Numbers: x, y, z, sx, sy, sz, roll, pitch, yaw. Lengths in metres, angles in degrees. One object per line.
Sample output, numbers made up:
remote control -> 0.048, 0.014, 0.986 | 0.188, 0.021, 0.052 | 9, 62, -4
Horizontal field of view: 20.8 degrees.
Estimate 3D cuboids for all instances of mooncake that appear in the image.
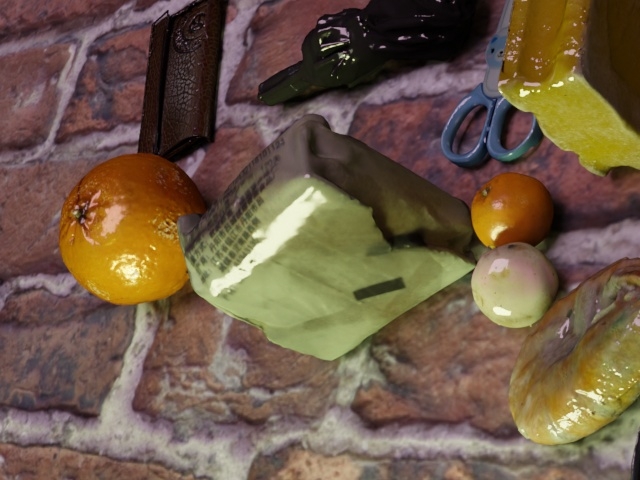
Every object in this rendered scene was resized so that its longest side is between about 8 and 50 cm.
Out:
mooncake -> -0.001, -0.004, 1.775 | 0.254, 0.250, 0.136 | -36, 44, 29

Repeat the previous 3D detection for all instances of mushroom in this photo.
mushroom -> 0.188, 0.042, 1.681 | 0.083, 0.067, 0.084 | 1, 93, 25

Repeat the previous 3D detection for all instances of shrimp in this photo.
shrimp -> 0.270, 0.063, 1.539 | 0.317, 0.077, 0.168 | -46, 29, 34

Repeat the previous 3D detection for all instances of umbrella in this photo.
umbrella -> 0.045, -0.226, 2.016 | 0.340, 0.118, 0.118 | -26, 47, 44

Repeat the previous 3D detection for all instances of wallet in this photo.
wallet -> -0.188, -0.211, 2.311 | 0.133, 0.039, 0.243 | -24, 49, 37

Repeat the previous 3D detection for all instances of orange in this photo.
orange -> -0.231, -0.015, 2.123 | 0.193, 0.161, 0.193 | -27, 44, 30
orange -> 0.188, -0.027, 1.717 | 0.083, 0.083, 0.083 | -28, 46, 34

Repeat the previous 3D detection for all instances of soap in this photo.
soap -> 0.276, -0.237, 1.667 | 0.091, 0.199, 0.315 | -10, 57, 40

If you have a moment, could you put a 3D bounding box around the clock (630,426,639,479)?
clock -> 0.374, 0.174, 1.382 | 0.280, 0.055, 0.281 | -28, 46, 34

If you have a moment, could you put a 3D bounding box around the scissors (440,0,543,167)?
scissors -> 0.203, -0.196, 1.857 | 0.125, 0.030, 0.256 | -4, 63, 44
